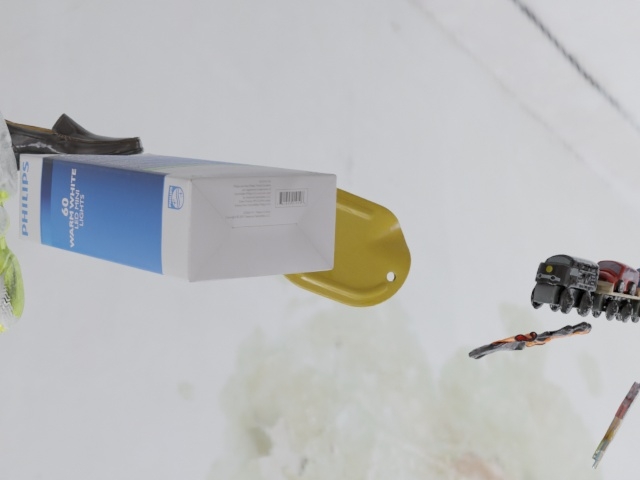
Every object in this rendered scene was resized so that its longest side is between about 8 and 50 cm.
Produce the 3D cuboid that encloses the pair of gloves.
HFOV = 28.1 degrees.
[{"bbox_3d":[0.153,0.074,0.935,0.083,0.074,0.010,-8,-100,-25],"label":"pair of gloves"}]

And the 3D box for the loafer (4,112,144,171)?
[{"bbox_3d":[-0.279,-0.109,1.403,0.062,0.170,0.061,-129,36,-85],"label":"loafer"}]

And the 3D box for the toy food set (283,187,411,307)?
[{"bbox_3d":[0.000,0.000,1.540,0.218,0.071,0.128,23,-96,-14],"label":"toy food set"}]

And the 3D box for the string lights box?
[{"bbox_3d":[-0.120,-0.026,1.008,0.133,0.260,0.076,-4,-81,-39],"label":"string lights box"}]

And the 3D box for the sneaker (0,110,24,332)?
[{"bbox_3d":[-0.332,-0.026,1.121,0.091,0.126,0.240,82,178,-62],"label":"sneaker"}]

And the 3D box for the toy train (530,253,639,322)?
[{"bbox_3d":[0.169,0.029,0.747,0.158,0.027,0.036,10,-91,-51],"label":"toy train"}]

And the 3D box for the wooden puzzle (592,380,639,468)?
[{"bbox_3d":[0.189,0.115,0.814,0.006,0.049,0.083,29,-155,16],"label":"wooden puzzle"}]
